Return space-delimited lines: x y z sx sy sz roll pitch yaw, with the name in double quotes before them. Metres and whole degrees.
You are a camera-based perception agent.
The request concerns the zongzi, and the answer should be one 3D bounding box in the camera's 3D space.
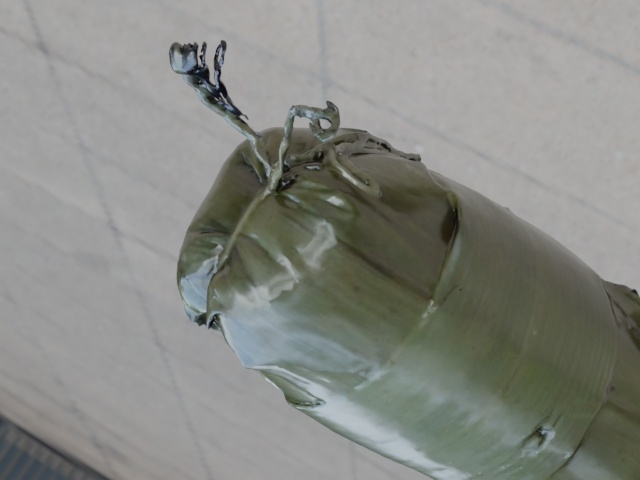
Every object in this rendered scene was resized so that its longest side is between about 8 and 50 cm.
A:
"zongzi" 0.000 0.000 0.943 0.447 0.181 0.418 31 -176 -32
